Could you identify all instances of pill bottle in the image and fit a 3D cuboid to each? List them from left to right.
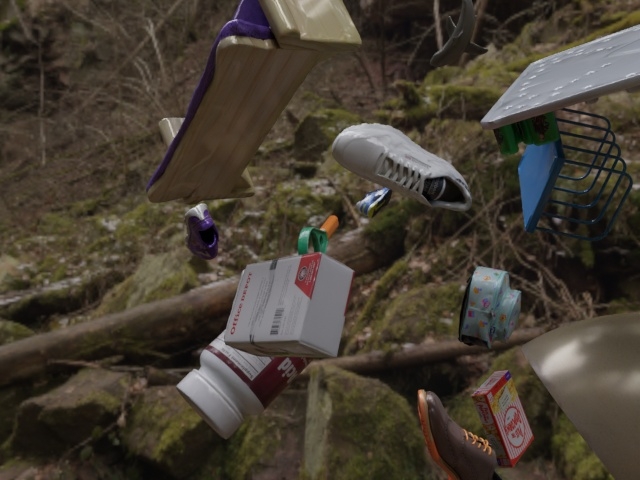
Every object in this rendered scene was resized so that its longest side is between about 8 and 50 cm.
[{"bbox_3d":[-0.171,0.313,1.684,0.392,0.224,0.224,-44,28,-21],"label":"pill bottle"}]

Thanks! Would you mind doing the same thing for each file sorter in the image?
[{"bbox_3d":[0.346,-0.095,0.879,0.105,0.118,0.170,13,38,3],"label":"file sorter"}]

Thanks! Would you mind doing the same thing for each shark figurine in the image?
[{"bbox_3d":[0.383,-0.605,1.781,0.166,0.278,0.116,20,38,27],"label":"shark figurine"}]

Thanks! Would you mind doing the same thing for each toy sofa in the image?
[{"bbox_3d":[-0.123,-0.201,0.841,0.177,0.150,0.362,-8,-24,-34],"label":"toy sofa"}]

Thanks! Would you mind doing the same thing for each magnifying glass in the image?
[{"bbox_3d":[0.000,0.000,1.226,0.026,0.092,0.231,-6,18,15],"label":"magnifying glass"}]

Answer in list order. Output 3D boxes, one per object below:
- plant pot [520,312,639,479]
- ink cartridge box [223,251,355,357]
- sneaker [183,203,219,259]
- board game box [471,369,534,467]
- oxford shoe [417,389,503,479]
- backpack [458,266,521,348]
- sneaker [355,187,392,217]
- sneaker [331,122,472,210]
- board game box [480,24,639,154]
[{"bbox_3d":[0.438,0.208,0.864,0.191,0.284,0.284,-38,-1,10],"label":"plant pot"},{"bbox_3d":[-0.036,0.074,0.696,0.056,0.099,0.135,29,-25,-35],"label":"ink cartridge box"},{"bbox_3d":[-0.235,-0.001,1.290,0.068,0.071,0.170,-29,-25,-15],"label":"sneaker"},{"bbox_3d":[0.459,0.445,1.601,0.045,0.193,0.147,-19,3,41],"label":"board game box"},{"bbox_3d":[0.330,0.477,1.493,0.133,0.363,0.130,-22,26,15],"label":"oxford shoe"},{"bbox_3d":[0.427,0.162,1.602,0.144,0.188,0.166,4,10,26],"label":"backpack"},{"bbox_3d":[0.156,-0.118,1.815,0.059,0.053,0.144,23,39,28],"label":"sneaker"},{"bbox_3d":[0.130,-0.110,0.986,0.235,0.090,0.095,16,26,-18],"label":"sneaker"},{"bbox_3d":[0.426,-0.226,0.771,0.390,0.050,0.390,-14,18,32],"label":"board game box"}]
